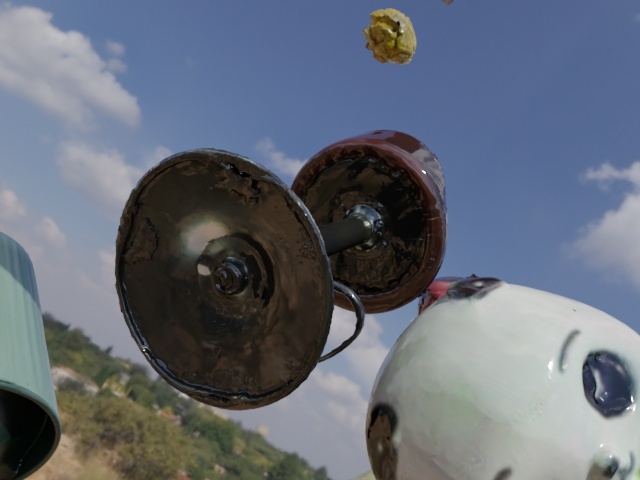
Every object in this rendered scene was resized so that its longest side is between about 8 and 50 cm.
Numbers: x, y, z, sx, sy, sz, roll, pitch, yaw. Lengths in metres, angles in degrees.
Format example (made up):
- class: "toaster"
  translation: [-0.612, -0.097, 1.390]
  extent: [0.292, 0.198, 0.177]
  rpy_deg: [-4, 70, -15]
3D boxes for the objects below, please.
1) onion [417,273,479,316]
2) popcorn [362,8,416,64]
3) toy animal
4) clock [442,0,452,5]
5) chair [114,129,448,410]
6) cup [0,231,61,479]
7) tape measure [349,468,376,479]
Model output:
- class: "onion"
  translation: [0.212, 0.125, 1.011]
  extent: [0.184, 0.147, 0.184]
  rpy_deg: [21, 11, -4]
- class: "popcorn"
  translation: [0.191, -0.557, 1.960]
  extent: [0.148, 0.167, 0.152]
  rpy_deg: [-11, -14, -31]
- class: "toy animal"
  translation: [0.159, 0.153, 0.527]
  extent: [0.212, 0.213, 0.267]
  rpy_deg: [18, -17, 34]
- class: "clock"
  translation: [0.147, -0.600, 1.330]
  extent: [0.309, 0.166, 0.235]
  rpy_deg: [35, 21, -17]
- class: "chair"
  translation: [0.000, 0.000, 0.765]
  extent: [0.226, 0.227, 0.401]
  rpy_deg: [23, 21, 22]
- class: "cup"
  translation: [-0.637, 0.206, 1.159]
  extent: [0.310, 0.400, 0.392]
  rpy_deg: [76, -8, -46]
- class: "tape measure"
  translation: [0.070, 0.384, 0.750]
  extent: [0.271, 0.231, 0.133]
  rpy_deg: [51, -21, 46]
